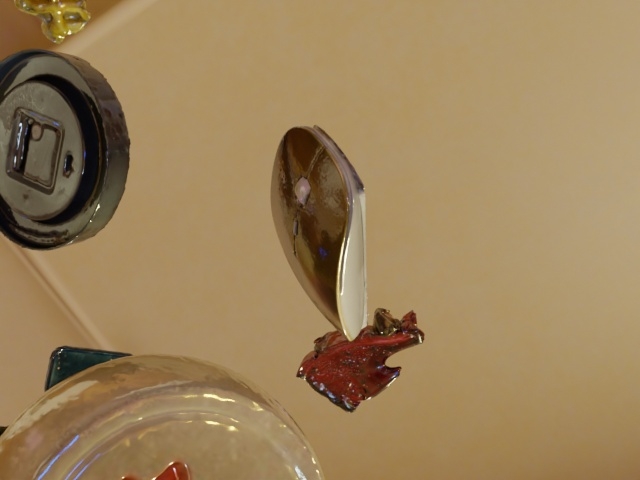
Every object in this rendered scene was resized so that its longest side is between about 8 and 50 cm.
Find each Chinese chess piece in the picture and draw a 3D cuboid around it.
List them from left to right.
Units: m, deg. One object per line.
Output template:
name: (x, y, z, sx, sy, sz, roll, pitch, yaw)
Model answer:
Chinese chess piece: (-0.153, 0.271, 1.095, 0.338, 0.338, 0.140, -41, -157, -18)

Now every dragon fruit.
dragon fruit: (0.061, 0.166, 1.730, 0.192, 0.123, 0.092, -25, 158, 27)

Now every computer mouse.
computer mouse: (0.000, 0.000, 1.140, 0.056, 0.245, 0.126, -25, -125, -18)

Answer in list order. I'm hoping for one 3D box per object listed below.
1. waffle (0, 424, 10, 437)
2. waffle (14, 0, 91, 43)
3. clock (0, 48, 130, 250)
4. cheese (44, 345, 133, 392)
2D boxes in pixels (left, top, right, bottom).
waffle: (-0.264, 0.337, 1.378, 0.297, 0.317, 0.073, 3, 171, -24)
waffle: (-0.195, -0.261, 1.089, 0.194, 0.149, 0.051, -37, -138, 11)
clock: (-0.292, -0.096, 1.294, 0.215, 0.215, 0.042, -26, 170, 34)
cheese: (-0.250, 0.263, 1.188, 0.083, 0.203, 0.321, 17, -84, 58)
